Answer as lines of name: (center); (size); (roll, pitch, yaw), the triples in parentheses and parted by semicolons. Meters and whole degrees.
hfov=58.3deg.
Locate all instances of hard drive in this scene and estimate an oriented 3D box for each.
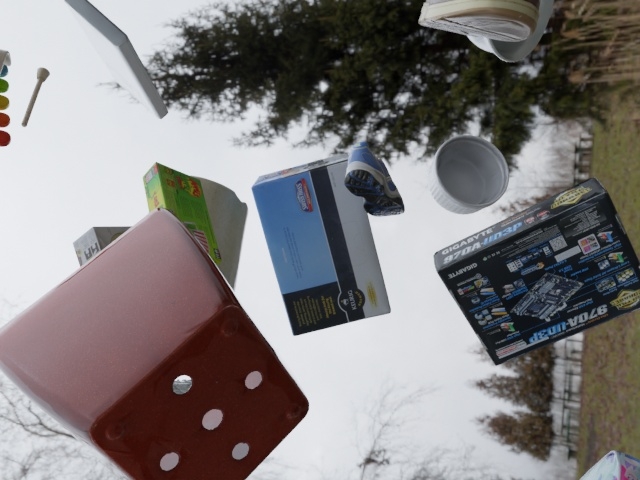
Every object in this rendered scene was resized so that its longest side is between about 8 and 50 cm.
hard drive: (-0.568, -0.512, 1.625); (0.047, 0.233, 0.353); (-45, -14, -11)

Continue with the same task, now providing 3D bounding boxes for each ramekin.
ramekin: (0.387, -0.167, 1.541); (0.109, 0.207, 0.207); (117, 169, -69)

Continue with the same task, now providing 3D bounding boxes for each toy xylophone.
toy xylophone: (-0.750, -0.321, 1.273); (0.081, 0.236, 0.323); (126, 155, -50)

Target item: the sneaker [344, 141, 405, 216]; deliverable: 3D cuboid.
sneaker: (0.108, -0.106, 1.070); (0.211, 0.080, 0.081); (46, -138, -59)

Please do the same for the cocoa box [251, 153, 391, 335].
cocoa box: (0.000, 0.000, 1.305); (0.231, 0.227, 0.347); (-98, -7, -78)

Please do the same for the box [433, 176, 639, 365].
box: (0.282, 0.046, 0.730); (0.175, 0.220, 0.051); (54, -159, -20)

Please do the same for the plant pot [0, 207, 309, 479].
plant pot: (-0.171, 0.157, 0.669); (0.267, 0.235, 0.267); (-42, -58, -20)

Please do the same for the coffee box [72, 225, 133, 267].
coffee box: (-0.580, 0.115, 1.672); (0.168, 0.118, 0.297); (-1, -115, -57)

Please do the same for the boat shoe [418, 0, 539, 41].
boat shoe: (0.209, -0.342, 0.767); (0.342, 0.123, 0.123); (-84, 6, -70)

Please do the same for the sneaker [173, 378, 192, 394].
sneaker: (-0.354, 0.381, 1.343); (0.152, 0.305, 0.114); (-55, -17, -68)

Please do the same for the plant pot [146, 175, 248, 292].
plant pot: (-0.319, 0.026, 1.389); (0.334, 0.333, 0.306); (50, -132, -52)

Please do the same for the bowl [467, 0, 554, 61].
bowl: (0.376, -0.540, 1.228); (0.297, 0.134, 0.298); (-21, -59, -40)

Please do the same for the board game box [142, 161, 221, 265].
board game box: (-0.227, -0.036, 0.932); (0.092, 0.043, 0.181); (22, -142, -46)

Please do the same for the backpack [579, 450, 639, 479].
backpack: (0.371, 0.361, 0.624); (0.254, 0.191, 0.225); (77, -150, -52)
